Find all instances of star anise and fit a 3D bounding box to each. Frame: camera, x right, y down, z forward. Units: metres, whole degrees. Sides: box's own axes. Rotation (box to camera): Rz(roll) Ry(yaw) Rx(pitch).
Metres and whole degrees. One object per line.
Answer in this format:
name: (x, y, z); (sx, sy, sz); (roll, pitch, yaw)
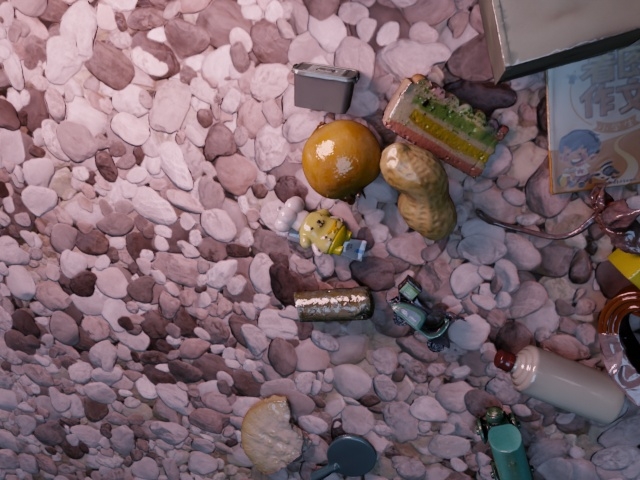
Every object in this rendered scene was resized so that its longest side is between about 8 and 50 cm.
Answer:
star anise: (0.434, -0.021, 0.860); (0.227, 0.148, 0.218); (-34, 76, 22)

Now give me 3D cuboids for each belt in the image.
belt: (0.626, 0.208, 0.873); (0.184, 0.105, 0.261); (-33, 78, 39)

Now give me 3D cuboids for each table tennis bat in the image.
table tennis bat: (0.051, 0.569, 1.226); (0.201, 0.033, 0.124); (-40, 97, 20)

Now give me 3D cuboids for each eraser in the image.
eraser: (0.595, 0.020, 0.860); (0.045, 0.097, 0.122); (37, 112, -4)

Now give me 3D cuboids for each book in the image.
book: (0.501, -0.233, 0.822); (0.208, 0.020, 0.295); (-7, 109, 15)

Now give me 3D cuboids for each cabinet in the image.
cabinet: (0.362, -0.348, 0.721); (0.206, 0.145, 0.150); (-12, 95, 16)

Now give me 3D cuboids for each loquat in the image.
loquat: (0.040, -0.146, 0.887); (0.163, 0.137, 0.163); (0, 97, 3)

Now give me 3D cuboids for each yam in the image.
yam: (0.026, 0.139, 1.035); (0.179, 0.078, 0.078); (-4, 110, 12)

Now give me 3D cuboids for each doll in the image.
doll: (-0.018, -0.029, 0.971); (0.162, 0.106, 0.062); (28, 148, 7)

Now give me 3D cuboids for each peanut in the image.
peanut: (0.185, -0.088, 0.876); (0.103, 0.098, 0.229); (-29, 128, 3)

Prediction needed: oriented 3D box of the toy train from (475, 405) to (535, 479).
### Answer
toy train: (0.418, 0.494, 1.054); (0.101, 0.159, 0.248); (-17, 106, 12)

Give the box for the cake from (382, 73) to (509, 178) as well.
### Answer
cake: (0.223, -0.214, 0.876); (0.225, 0.090, 0.109); (24, 113, -19)

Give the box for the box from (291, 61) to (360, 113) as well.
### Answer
box: (0.007, -0.278, 0.874); (0.122, 0.084, 0.069); (12, 121, 8)

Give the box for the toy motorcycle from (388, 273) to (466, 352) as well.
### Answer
toy motorcycle: (0.222, 0.162, 1.016); (0.173, 0.058, 0.100); (40, 108, -4)

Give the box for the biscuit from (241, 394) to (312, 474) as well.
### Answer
biscuit: (-0.116, 0.508, 1.233); (0.188, 0.040, 0.265); (14, 113, 9)

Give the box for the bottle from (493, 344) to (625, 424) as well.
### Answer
bottle: (0.480, 0.285, 0.985); (0.245, 0.104, 0.104); (21, 114, 4)

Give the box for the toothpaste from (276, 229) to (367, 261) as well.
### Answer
toothpaste: (0.000, 0.000, 1.013); (0.190, 0.031, 0.048); (14, 104, 2)
